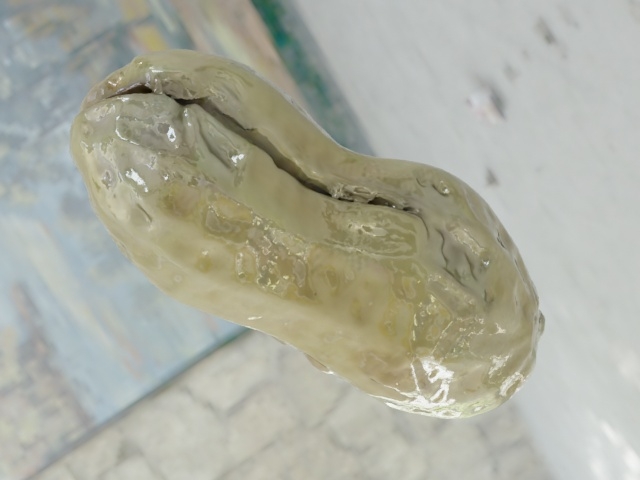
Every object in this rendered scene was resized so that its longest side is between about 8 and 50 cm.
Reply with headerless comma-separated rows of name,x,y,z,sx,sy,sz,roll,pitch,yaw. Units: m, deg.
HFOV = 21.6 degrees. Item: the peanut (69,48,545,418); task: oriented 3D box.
peanut,0.000,0.000,0.882,0.290,0.130,0.130,27,-176,-18
